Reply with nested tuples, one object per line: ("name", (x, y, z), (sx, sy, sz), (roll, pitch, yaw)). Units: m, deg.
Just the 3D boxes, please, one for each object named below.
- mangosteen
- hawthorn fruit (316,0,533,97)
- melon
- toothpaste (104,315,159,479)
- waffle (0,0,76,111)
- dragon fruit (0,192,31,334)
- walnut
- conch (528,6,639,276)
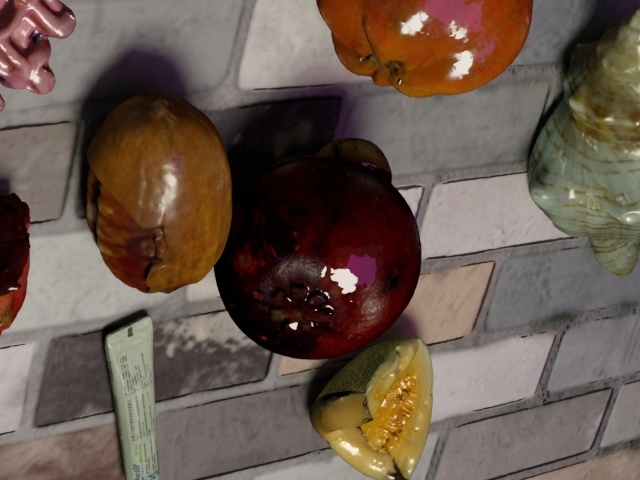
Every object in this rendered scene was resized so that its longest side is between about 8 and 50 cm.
("mangosteen", (0.000, 0.000, 1.635), (0.200, 0.200, 0.200), (-25, 134, -29))
("hawthorn fruit", (0.090, -0.202, 1.563), (0.189, 0.189, 0.189), (-25, 134, -29))
("melon", (0.052, 0.148, 1.874), (0.128, 0.079, 0.160), (-55, 144, -25))
("toothpaste", (-0.158, 0.150, 1.700), (0.048, 0.029, 0.197), (-27, 132, -31))
("waffle", (-0.265, -0.179, 1.295), (0.234, 0.055, 0.221), (-5, 111, -28))
("dragon fruit", (-0.262, 0.051, 1.455), (0.161, 0.120, 0.127), (-28, 141, -33))
("walnut", (-0.126, -0.029, 1.540), (0.116, 0.116, 0.207), (-31, 145, -23))
("conch", (0.289, -0.071, 1.866), (0.203, 0.169, 0.386), (-11, 129, -7))
